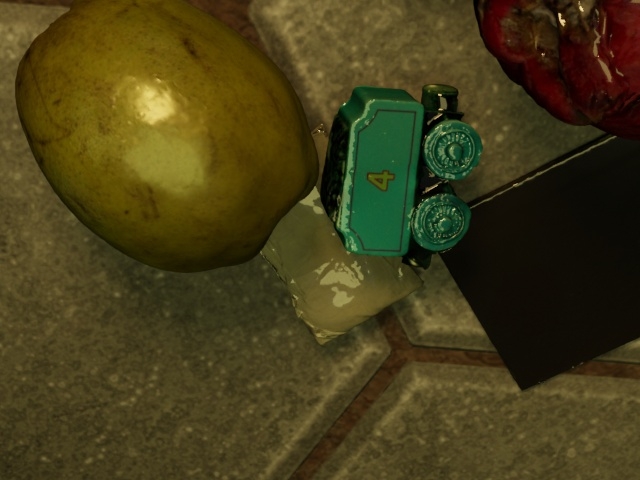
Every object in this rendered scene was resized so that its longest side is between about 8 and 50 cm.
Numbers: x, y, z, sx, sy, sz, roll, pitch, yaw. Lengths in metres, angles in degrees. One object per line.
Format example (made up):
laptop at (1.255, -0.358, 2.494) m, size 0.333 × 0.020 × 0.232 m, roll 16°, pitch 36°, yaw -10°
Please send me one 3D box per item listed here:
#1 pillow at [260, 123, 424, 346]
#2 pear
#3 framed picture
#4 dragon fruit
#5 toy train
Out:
pillow at (0.000, 0.000, 1.230) m, size 0.148 × 0.050 × 0.229 m, roll -31°, pitch 112°, yaw 7°
pear at (-0.153, -0.110, 1.077) m, size 0.307 × 0.253 × 0.253 m, roll 45°, pitch 109°, yaw -6°
framed picture at (0.325, 0.009, 1.243) m, size 0.339 × 0.014 × 0.255 m, roll -28°, pitch 112°, yaw 15°
dragon fruit at (0.290, -0.240, 0.961) m, size 0.329 × 0.329 × 0.329 m, roll 1°, pitch 116°, yaw 1°
toy train at (0.083, -0.069, 1.147) m, size 0.155 × 0.107 × 0.197 m, roll 5°, pitch 107°, yaw -9°
